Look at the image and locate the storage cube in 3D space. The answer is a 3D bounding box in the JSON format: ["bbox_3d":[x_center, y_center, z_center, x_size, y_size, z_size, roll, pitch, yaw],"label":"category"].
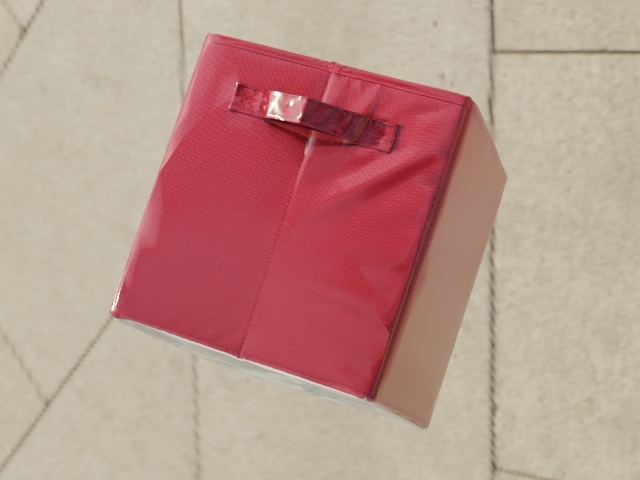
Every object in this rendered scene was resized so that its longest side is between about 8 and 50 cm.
[{"bbox_3d":[0.000,0.000,0.929,0.183,0.215,0.193,16,83,17],"label":"storage cube"}]
